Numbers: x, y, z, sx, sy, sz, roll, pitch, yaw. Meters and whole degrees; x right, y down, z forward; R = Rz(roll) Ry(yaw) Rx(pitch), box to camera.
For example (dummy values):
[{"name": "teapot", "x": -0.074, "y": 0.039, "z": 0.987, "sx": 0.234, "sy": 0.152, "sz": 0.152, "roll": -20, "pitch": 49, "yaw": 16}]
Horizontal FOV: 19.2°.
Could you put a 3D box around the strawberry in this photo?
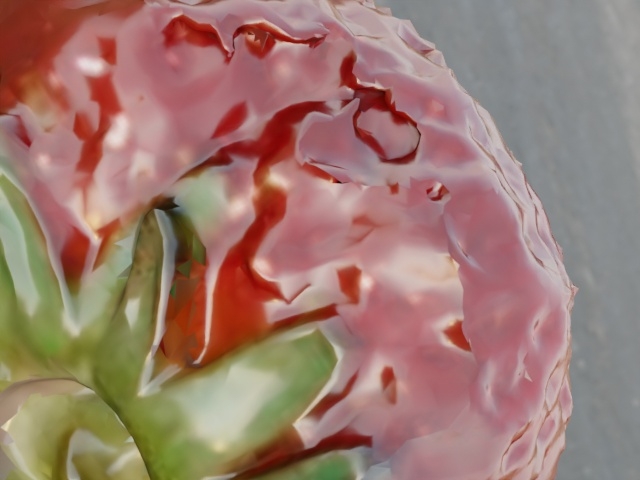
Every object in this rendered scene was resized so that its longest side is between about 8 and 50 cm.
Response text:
[{"name": "strawberry", "x": -0.044, "y": 0.031, "z": 0.597, "sx": 0.257, "sy": 0.257, "sz": 0.277, "roll": 64, "pitch": 13, "yaw": -2}]
